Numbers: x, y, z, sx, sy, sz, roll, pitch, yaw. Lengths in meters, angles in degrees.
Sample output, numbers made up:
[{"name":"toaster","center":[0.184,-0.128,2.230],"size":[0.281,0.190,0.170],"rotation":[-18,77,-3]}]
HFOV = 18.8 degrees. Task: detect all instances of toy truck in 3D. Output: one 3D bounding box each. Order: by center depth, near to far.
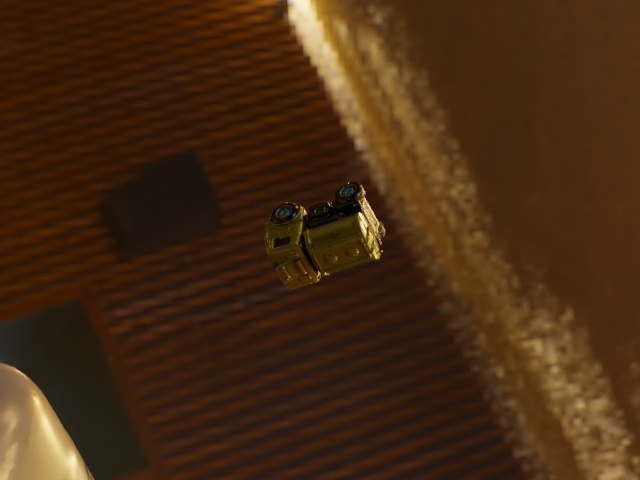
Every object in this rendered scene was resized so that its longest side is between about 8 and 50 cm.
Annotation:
[{"name":"toy truck","center":[0.000,0.000,1.390],"size":[0.054,0.083,0.049],"rotation":[-87,154,-51]}]

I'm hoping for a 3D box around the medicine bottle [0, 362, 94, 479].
[{"name":"medicine bottle","center":[-0.089,0.167,0.625],"size":[0.114,0.114,0.252],"rotation":[20,-41,59]}]
